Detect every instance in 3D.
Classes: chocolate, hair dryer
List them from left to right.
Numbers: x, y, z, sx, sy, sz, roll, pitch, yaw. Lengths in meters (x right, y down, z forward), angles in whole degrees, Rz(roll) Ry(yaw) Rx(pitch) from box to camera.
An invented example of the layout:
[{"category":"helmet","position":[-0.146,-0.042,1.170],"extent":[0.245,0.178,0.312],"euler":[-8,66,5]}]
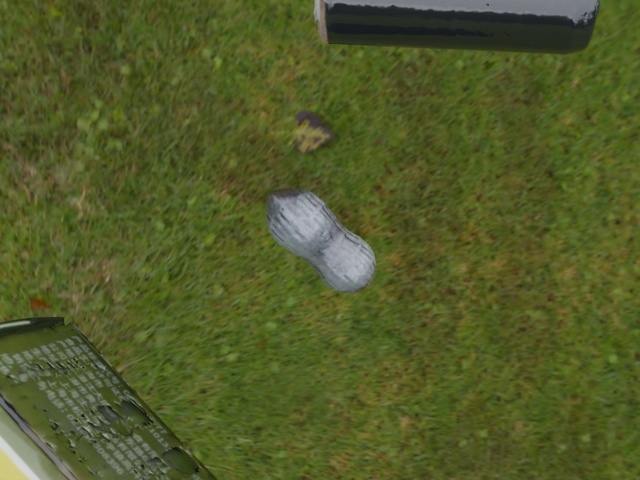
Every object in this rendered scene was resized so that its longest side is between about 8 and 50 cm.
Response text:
[{"category":"chocolate","position":[0.000,0.000,1.276],"extent":[0.167,0.072,0.072],"euler":[44,73,-27]},{"category":"hair dryer","position":[0.068,-0.193,0.447],"extent":[0.128,0.255,0.070],"euler":[6,38,4]}]

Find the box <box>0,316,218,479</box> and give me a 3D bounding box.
[{"category":"box","position":[-0.175,0.325,0.728],"extent":[0.420,0.138,0.373],"euler":[45,107,11]}]
